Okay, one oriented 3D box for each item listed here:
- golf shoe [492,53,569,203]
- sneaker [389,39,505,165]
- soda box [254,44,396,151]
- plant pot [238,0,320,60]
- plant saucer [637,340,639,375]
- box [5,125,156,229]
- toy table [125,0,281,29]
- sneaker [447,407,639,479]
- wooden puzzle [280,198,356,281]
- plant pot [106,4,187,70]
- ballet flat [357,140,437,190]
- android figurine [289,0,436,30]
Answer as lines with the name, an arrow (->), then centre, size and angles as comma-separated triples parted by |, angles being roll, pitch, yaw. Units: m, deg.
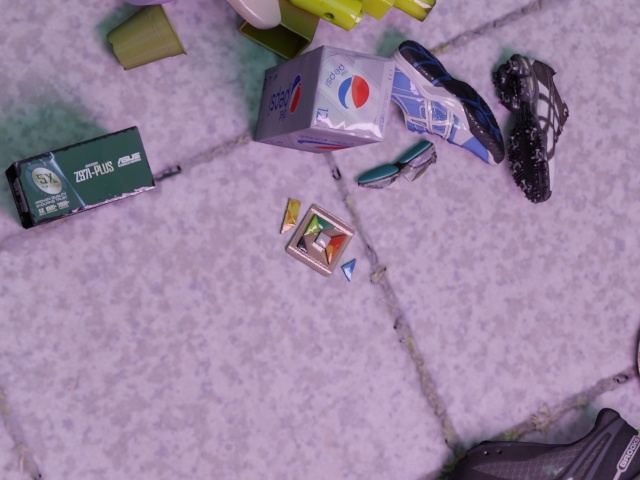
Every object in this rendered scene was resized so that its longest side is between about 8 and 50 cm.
golf shoe -> 0.291, -0.146, 2.004 | 0.094, 0.077, 0.198 | -2, 79, -32
sneaker -> 0.155, -0.168, 1.990 | 0.211, 0.080, 0.081 | 41, 118, -19
soda box -> 0.000, -0.162, 1.832 | 0.091, 0.286, 0.098 | 9, 87, -15
plant pot -> -0.042, -0.289, 1.933 | 0.081, 0.081, 0.083 | 28, 70, -12
plant saucer -> 0.518, 0.159, 2.078 | 0.199, 0.036, 0.198 | 0, 87, -8
box -> -0.285, -0.072, 1.813 | 0.147, 0.180, 0.077 | -18, 94, -13
toy table -> -0.136, -0.367, 1.796 | 0.161, 0.274, 0.252 | -10, 101, -31
sneaker -> 0.216, 0.367, 1.961 | 0.483, 0.185, 0.202 | -23, 57, -5
wooden puzzle -> 0.000, 0.000, 1.970 | 0.116, 0.014, 0.078 | 26, 83, -13
plant pot -> -0.217, -0.248, 1.892 | 0.079, 0.083, 0.083 | -26, 96, -1
ballet flat -> 0.103, -0.086, 1.986 | 0.114, 0.041, 0.041 | -29, 96, -12
android figurine -> 0.030, -0.383, 1.925 | 0.273, 0.056, 0.248 | 24, 62, -12
